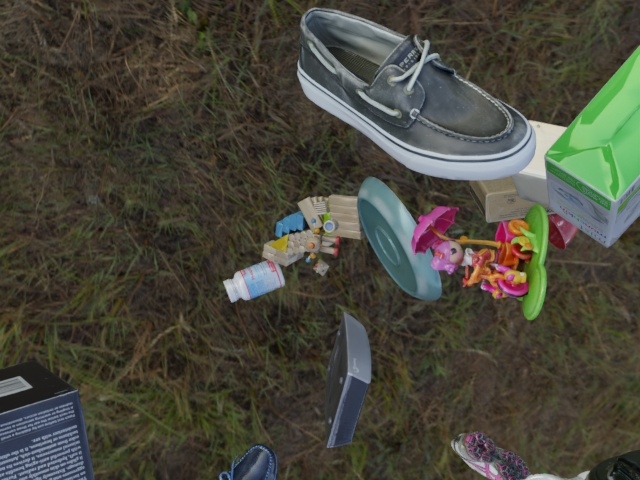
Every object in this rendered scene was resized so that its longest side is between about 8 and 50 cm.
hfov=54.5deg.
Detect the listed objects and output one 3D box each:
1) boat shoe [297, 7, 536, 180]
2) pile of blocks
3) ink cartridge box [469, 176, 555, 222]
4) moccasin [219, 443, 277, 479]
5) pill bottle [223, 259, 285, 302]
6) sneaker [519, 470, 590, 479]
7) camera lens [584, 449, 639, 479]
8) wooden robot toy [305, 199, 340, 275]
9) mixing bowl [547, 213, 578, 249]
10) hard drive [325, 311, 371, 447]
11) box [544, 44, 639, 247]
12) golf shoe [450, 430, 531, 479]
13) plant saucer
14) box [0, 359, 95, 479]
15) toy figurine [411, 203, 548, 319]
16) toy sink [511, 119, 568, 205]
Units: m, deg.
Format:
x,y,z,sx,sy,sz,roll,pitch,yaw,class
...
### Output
x,y,z,sx,sy,sz,roll,pitch,yaw,class
0.093,-0.178,0.730,0.121,0.335,0.119,-49,151,-21,boat shoe
-0.008,-0.045,1.657,0.113,0.362,0.148,-30,97,-53,pile of blocks
0.535,-0.141,1.667,0.235,0.193,0.088,-7,118,3,ink cartridge box
-0.218,0.665,1.534,0.342,0.138,0.117,-61,155,-19,moccasin
-0.188,0.116,1.761,0.160,0.087,0.087,-21,119,-12,pill bottle
0.444,0.488,1.124,0.232,0.115,0.090,-18,125,19,sneaker
0.415,0.389,0.691,0.220,0.219,0.274,-4,89,-20,camera lens
0.000,0.000,1.380,0.076,0.079,0.173,10,100,16,wooden robot toy
0.665,-0.074,1.742,0.098,0.181,0.181,-35,121,3,mixing bowl
0.049,0.259,1.184,0.054,0.254,0.171,13,106,-4,hard drive
0.477,-0.147,0.937,0.262,0.127,0.231,-49,153,2,box
0.358,0.462,1.301,0.186,0.086,0.067,39,60,-6,golf shoe
0.165,0.005,1.407,0.044,0.317,0.317,-28,120,-9,plant saucer
-0.505,0.384,1.044,0.183,0.296,0.293,-12,98,-36,box
0.197,0.017,0.808,0.159,0.173,0.130,10,134,3,toy figurine
0.536,-0.167,1.411,0.234,0.153,0.131,27,82,-63,toy sink
